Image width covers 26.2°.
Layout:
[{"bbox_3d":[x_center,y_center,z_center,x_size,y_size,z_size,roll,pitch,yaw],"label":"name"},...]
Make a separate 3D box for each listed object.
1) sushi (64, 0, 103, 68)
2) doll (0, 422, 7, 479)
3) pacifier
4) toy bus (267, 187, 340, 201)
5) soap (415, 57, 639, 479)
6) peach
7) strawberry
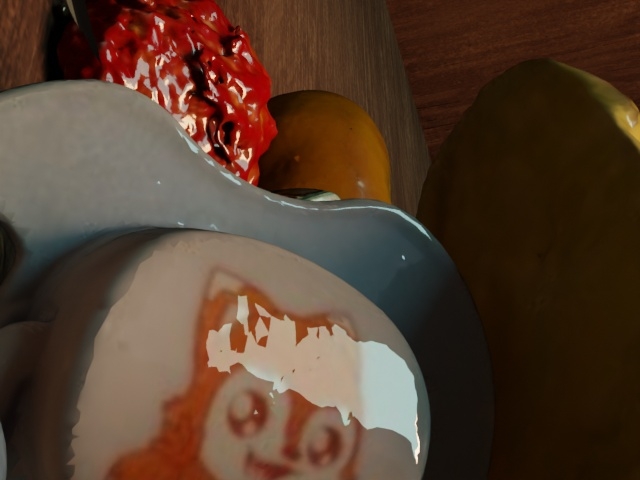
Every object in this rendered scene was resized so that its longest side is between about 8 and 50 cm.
[{"bbox_3d":[-0.197,-0.239,0.526,0.373,0.100,0.296,87,-13,-81],"label":"sushi"},{"bbox_3d":[-0.157,0.011,0.305,0.177,0.141,0.314,30,28,-34],"label":"doll"},{"bbox_3d":[-0.079,0.073,0.581,0.233,0.299,0.244,12,-101,63],"label":"pacifier"},{"bbox_3d":[0.000,0.085,1.002,0.109,0.091,0.261,-36,116,-36],"label":"toy bus"},{"bbox_3d":[0.110,0.149,0.689,0.306,0.115,0.427,-125,-152,-49],"label":"soap"},{"bbox_3d":[0.000,0.000,1.163,0.251,0.153,0.251,175,-90,-89],"label":"peach"},{"bbox_3d":[-0.078,-0.053,0.873,0.190,0.111,0.236,-45,123,-81],"label":"strawberry"}]
